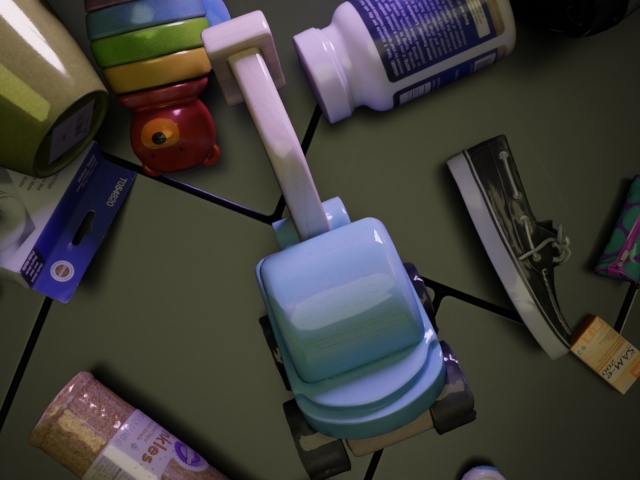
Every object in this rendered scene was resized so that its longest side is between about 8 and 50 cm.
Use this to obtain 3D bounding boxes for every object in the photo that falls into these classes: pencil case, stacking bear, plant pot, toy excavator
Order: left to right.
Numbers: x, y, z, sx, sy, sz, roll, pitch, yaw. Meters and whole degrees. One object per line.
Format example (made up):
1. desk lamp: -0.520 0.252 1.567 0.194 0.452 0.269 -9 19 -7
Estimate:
1. plant pot: -0.411 -0.217 1.150 0.293 0.275 0.274 37 88 6
2. stacking bear: -0.209 -0.227 1.201 0.175 0.164 0.289 -11 102 4
3. toy excavator: 0.000 0.000 1.142 0.222 0.445 0.433 -20 46 -2
4. pencil case: 0.431 -0.014 1.292 0.064 0.070 0.151 23 87 15

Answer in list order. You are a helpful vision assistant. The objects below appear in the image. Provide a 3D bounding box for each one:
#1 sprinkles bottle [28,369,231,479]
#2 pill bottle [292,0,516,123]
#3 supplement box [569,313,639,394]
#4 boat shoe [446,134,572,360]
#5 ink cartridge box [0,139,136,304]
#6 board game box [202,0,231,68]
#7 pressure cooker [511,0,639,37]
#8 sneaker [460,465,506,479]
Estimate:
1. sprinkles bottle: -0.206 0.319 1.242 0.355 0.121 0.121 36 88 -1
2. pill bottle: 0.107 -0.262 1.244 0.265 0.153 0.153 -24 90 -2
3. supplement box: 0.394 0.156 1.305 0.098 0.036 0.062 39 89 -1
4. boat shoe: 0.279 0.006 1.267 0.105 0.113 0.306 -26 81 12
5. ink cartridge box: -0.385 -0.056 1.234 0.224 0.045 0.223 22 61 -2
6. board game box: -0.204 -0.278 1.293 0.169 0.033 0.133 -27 92 -2
7. pressure cooker: 0.378 -0.507 1.152 0.420 0.370 0.375 -37 66 -3
8. sneaker: 0.221 0.419 1.269 0.087 0.092 0.228 4 88 0
